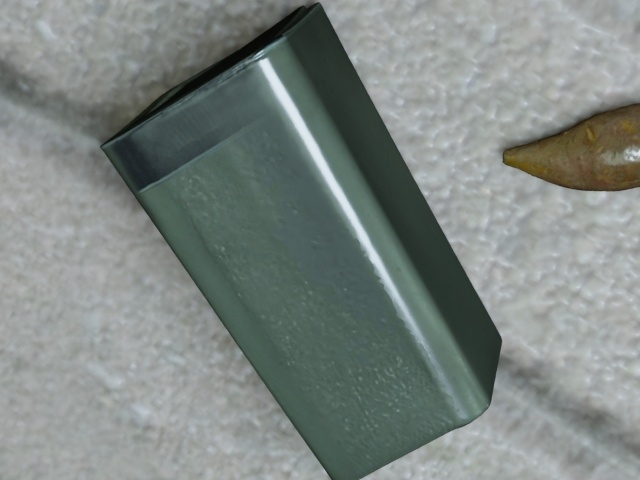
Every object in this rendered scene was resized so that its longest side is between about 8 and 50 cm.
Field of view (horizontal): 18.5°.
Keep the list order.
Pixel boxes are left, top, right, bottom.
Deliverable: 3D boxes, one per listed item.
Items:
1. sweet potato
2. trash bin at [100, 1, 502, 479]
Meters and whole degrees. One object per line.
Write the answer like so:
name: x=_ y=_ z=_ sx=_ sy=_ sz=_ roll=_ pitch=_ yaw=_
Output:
sweet potato: x=0.216 y=-0.055 z=1.151 sx=0.218 sy=0.051 sz=0.065 roll=-10 pitch=105 yaw=12
trash bin: x=0.000 y=0.000 z=1.147 sx=0.122 sy=0.164 sz=0.240 roll=-29 pitch=100 yaw=15
